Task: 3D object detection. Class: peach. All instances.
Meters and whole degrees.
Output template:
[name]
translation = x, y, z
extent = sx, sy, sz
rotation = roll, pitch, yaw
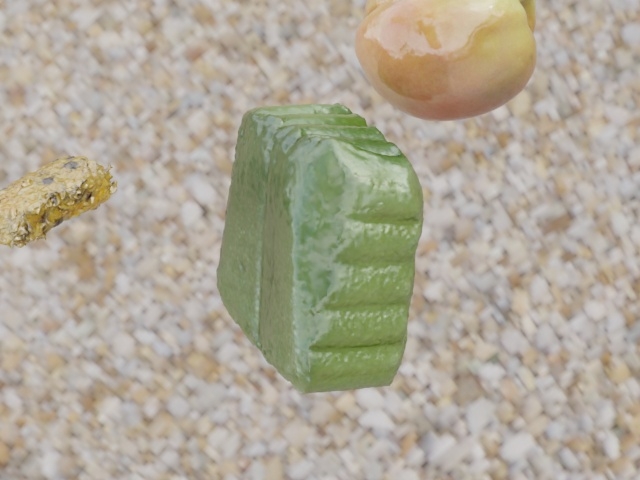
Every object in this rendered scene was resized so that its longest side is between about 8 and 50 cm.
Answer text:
[peach]
translation = 0.122, -0.202, 1.762
extent = 0.184, 0.184, 0.184
rotation = -12, 57, 19

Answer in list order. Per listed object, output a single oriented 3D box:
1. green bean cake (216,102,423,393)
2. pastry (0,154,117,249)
[green bean cake]
translation = 0.000, 0.000, 1.726
extent = 0.125, 0.248, 0.222
rotation = -4, 25, -25
[pastry]
translation = -0.270, -0.040, 1.781
extent = 0.080, 0.056, 0.140
rotation = 18, 34, 33
